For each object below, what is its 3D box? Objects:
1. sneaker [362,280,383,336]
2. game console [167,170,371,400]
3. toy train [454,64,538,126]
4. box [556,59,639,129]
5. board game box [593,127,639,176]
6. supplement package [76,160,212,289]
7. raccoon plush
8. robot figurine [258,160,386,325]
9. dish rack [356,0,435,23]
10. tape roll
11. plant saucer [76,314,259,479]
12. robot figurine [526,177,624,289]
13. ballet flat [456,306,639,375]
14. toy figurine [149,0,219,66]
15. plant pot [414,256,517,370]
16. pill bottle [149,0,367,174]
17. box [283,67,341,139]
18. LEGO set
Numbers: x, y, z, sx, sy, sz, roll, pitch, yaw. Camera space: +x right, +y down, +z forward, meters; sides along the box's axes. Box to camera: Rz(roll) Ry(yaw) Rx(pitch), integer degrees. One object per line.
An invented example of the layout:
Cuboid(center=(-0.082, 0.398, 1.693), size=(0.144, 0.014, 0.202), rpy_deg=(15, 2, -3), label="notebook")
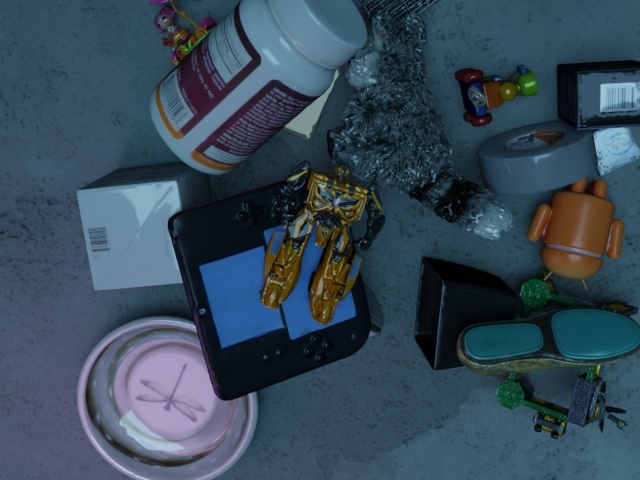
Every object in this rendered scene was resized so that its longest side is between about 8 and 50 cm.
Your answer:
Cuboid(center=(-0.002, 0.124, 1.885), size=(0.297, 0.111, 0.129), rpy_deg=(30, 134, -12), label="sneaker")
Cuboid(center=(-0.085, 0.083, 1.705), size=(0.342, 0.060, 0.387), rpy_deg=(-19, 107, -21), label="game console")
Cuboid(center=(0.344, -0.280, 1.672), size=(0.143, 0.248, 0.105), rpy_deg=(-14, 102, 3), label="toy train")
Cuboid(center=(0.539, -0.278, 1.674), size=(0.153, 0.207, 0.108), rpy_deg=(-3, 104, 6), label="box")
Cuboid(center=(0.587, -0.189, 1.789), size=(0.090, 0.020, 0.090), rpy_deg=(-26, 101, 11), label="board game box")
Cuboid(center=(-0.336, -0.038, 1.777), size=(0.198, 0.263, 0.199), rpy_deg=(-5, 104, 6), label="supplement package")
Cuboid(center=(0.217, -0.237, 1.675), size=(0.446, 0.216, 0.299), rpy_deg=(27, 112, 9), label="raccoon plush")
Cuboid(center=(0.000, 0.000, 1.629), size=(0.211, 0.085, 0.291), rpy_deg=(17, 103, -8), label="robot figurine")
Cuboid(center=(0.119, -0.555, 1.711), size=(0.208, 0.074, 0.271), rpy_deg=(-34, 101, 13), label="dish rack")
Cuboid(center=(0.415, -0.161, 1.704), size=(0.219, 0.219, 0.072), rpy_deg=(-14, 110, 8), label="tape roll")
Cuboid(center=(-0.328, 0.343, 1.957), size=(0.400, 0.100, 0.401), rpy_deg=(1, 105, 4), label="plant saucer")
Cuboid(center=(0.509, -0.018, 1.771), size=(0.158, 0.128, 0.219), rpy_deg=(12, 89, -35), label="robot figurine")
Cuboid(center=(0.433, 0.199, 1.702), size=(0.348, 0.123, 0.123), rpy_deg=(-5, 104, 2), label="ballet flat")
Cuboid(center=(-0.279, -0.427, 1.771), size=(0.159, 0.130, 0.173), rpy_deg=(49, 128, 6), label="toy figurine")
Cuboid(center=(0.299, 0.149, 1.825), size=(0.167, 0.188, 0.187), rpy_deg=(2, 104, -8), label="plant pot")
Cuboid(center=(-0.116, -0.314, 1.642), size=(0.392, 0.224, 0.224), rpy_deg=(-36, 99, 31), label="pill bottle")
Cuboid(center=(-0.080, -0.320, 1.811), size=(0.201, 0.021, 0.164), rpy_deg=(24, 105, -1), label="box")
Cuboid(center=(0.519, 0.229, 1.847), size=(0.255, 0.192, 0.331), rpy_deg=(8, 95, 33), label="LEGO set")
